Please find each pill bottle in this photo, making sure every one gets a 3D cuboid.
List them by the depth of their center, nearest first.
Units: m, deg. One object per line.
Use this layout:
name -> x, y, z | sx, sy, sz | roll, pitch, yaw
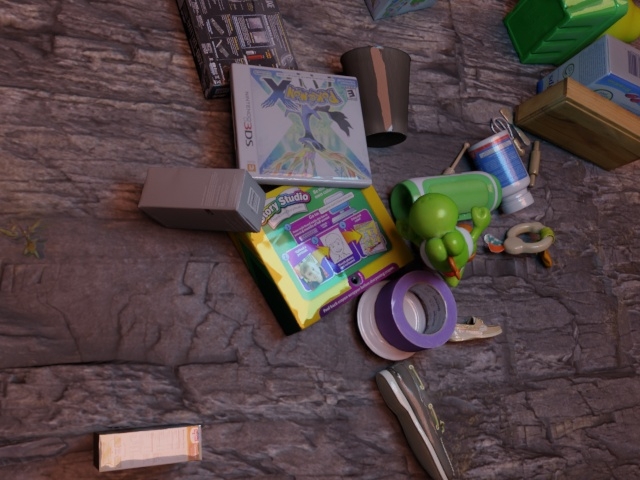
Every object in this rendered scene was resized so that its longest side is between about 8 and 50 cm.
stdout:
pill bottle -> 0.520, -0.191, 1.746 | 0.124, 0.124, 0.222 | -26, 91, -28

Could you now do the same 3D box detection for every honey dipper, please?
honey dipper -> 0.391, -0.228, 1.754 | 0.030, 0.030, 0.161 | 41, 62, -9

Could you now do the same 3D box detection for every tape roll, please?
tape roll -> 0.233, 0.173, 1.489 | 0.188, 0.080, 0.189 | 8, 71, -24

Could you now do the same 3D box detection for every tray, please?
tray -> 0.824, -0.342, 1.871 | 0.410, 0.203, 0.076 | 20, 68, -21

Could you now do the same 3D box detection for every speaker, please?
speaker -> 0.341, -0.115, 1.646 | 0.296, 0.131, 0.131 | -8, 79, -26

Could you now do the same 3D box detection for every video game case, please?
video game case -> -0.046, -0.272, 1.463 | 0.328, 0.036, 0.300 | 1, 71, -22

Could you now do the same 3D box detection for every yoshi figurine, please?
yoshi figurine -> 0.289, -0.025, 1.456 | 0.203, 0.362, 0.204 | 33, 94, 11

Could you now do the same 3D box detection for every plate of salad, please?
plate of salad -> 0.175, 0.199, 1.526 | 0.199, 0.048, 0.200 | 8, 71, -23

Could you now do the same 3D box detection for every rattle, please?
rattle -> 0.566, 0.033, 1.761 | 0.199, 0.143, 0.130 | -23, 53, -13

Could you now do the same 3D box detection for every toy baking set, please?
toy baking set -> 0.590, -0.281, 1.858 | 0.196, 0.030, 0.256 | 26, 67, -16

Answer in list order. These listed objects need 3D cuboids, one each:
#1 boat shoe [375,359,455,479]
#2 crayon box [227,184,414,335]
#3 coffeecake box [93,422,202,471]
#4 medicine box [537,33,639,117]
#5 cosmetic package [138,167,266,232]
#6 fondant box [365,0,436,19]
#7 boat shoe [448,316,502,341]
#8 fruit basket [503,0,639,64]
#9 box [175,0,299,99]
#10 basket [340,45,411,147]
boat shoe -> 0.244, 0.432, 1.458 | 0.091, 0.109, 0.305 | -26, 83, -23
crayon box -> 0.000, 0.000, 1.471 | 0.362, 0.106, 0.313 | -29, 87, -28
coffeecake box -> -0.337, 0.398, 1.186 | 0.185, 0.142, 0.068 | 2, 75, -24
medicine box -> 0.868, -0.455, 1.886 | 0.263, 0.289, 0.149 | 16, 67, -19
cosmetic package -> -0.250, -0.086, 1.307 | 0.237, 0.127, 0.107 | 0, 69, 19
fondant box -> 0.294, -0.761, 1.689 | 0.238, 0.330, 0.096 | -24, 84, -28
boat shoe -> 0.405, 0.230, 1.613 | 0.170, 0.063, 0.059 | -4, 83, -24
fruit basket -> 0.817, -0.712, 1.891 | 0.392, 0.392, 0.283 | -18, 83, -27
box -> -0.210, -0.522, 1.539 | 0.242, 0.076, 0.308 | -15, 82, -27
basket -> 0.155, -0.374, 1.625 | 0.204, 0.154, 0.227 | 2, 78, -28
